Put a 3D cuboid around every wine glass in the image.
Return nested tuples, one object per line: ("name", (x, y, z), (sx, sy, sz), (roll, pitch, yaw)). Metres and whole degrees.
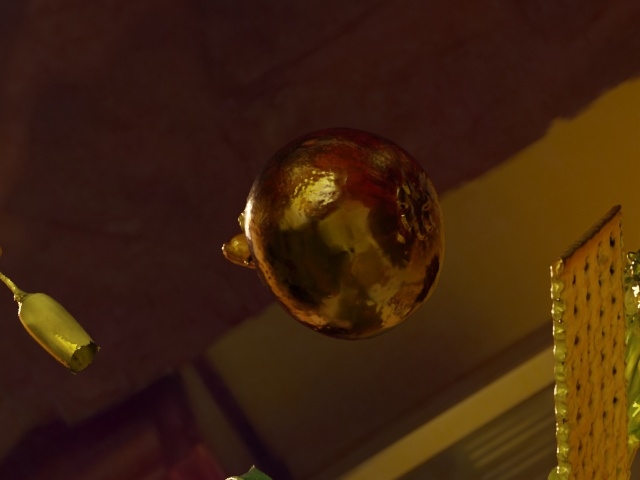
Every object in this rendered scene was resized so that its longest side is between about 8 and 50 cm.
("wine glass", (-0.406, 0.096, 2.200), (0.262, 0.074, 0.074), (39, -11, 30))

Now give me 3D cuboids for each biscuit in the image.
("biscuit", (0.187, 0.104, 1.073), (0.139, 0.016, 0.231), (-32, 122, -56))

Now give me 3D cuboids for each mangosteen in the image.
("mangosteen", (0.000, 0.000, 1.702), (0.235, 0.261, 0.236), (27, 55, -47))

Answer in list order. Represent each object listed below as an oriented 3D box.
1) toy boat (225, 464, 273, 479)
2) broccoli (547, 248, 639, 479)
("toy boat", (-0.063, 0.354, 1.938), (0.109, 0.098, 0.238), (49, -12, -32))
("broccoli", (0.389, 0.177, 1.883), (0.274, 0.397, 0.353), (14, -65, 28))
